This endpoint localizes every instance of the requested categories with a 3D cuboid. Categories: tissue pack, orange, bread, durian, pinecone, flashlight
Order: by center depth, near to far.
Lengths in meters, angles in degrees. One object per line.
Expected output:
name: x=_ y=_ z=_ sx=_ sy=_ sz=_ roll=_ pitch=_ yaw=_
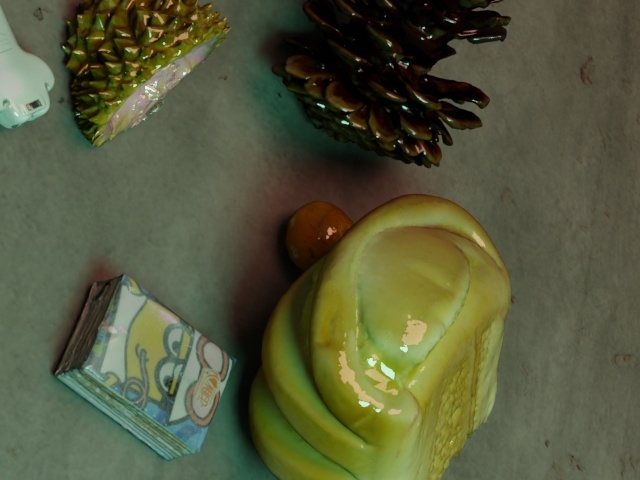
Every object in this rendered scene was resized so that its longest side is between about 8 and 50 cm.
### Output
flashlight: x=-0.324 y=-0.201 z=1.879 sx=0.093 sy=0.047 sz=0.200 roll=-30 pitch=93 yaw=-45
tissue pack: x=-0.165 y=0.120 z=1.895 sx=0.155 sy=0.065 sz=0.115 roll=39 pitch=53 yaw=-25
bread: x=0.052 y=0.104 z=1.972 sx=0.316 sy=0.211 sz=0.270 roll=-49 pitch=151 yaw=-45
durian: x=-0.171 y=-0.184 z=1.975 sx=0.182 sy=0.165 sz=0.132 roll=-19 pitch=123 yaw=-16
orange: x=0.000 y=0.000 z=2.086 sx=0.083 sy=0.070 sz=0.083 roll=18 pitch=68 yaw=-54
pinecone: x=0.096 y=-0.222 z=2.110 sx=0.246 sy=0.292 sz=0.246 roll=27 pitch=20 yaw=-10
